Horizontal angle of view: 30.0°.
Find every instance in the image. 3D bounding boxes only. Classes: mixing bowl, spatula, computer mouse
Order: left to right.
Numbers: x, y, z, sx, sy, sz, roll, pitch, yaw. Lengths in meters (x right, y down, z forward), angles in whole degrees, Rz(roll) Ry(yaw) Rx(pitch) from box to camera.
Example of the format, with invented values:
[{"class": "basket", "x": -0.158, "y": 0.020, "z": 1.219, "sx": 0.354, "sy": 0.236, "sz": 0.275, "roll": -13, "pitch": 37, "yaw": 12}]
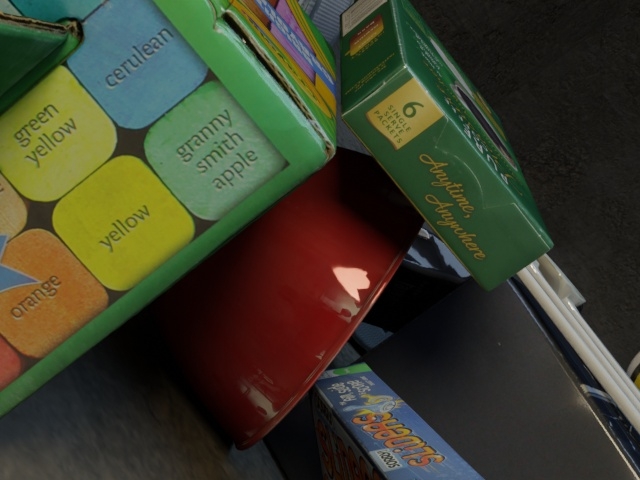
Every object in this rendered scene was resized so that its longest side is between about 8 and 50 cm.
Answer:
[{"class": "mixing bowl", "x": -0.029, "y": 0.011, "z": 0.646, "sx": 0.098, "sy": 0.181, "sz": 0.181, "roll": 37, "pitch": 13, "yaw": -5}, {"class": "computer mouse", "x": 0.053, "y": 0.047, "z": 0.932, "sx": 0.262, "sy": 0.184, "sz": 0.060, "roll": 15, "pitch": 49, "yaw": -12}, {"class": "spatula", "x": 0.155, "y": 0.049, "z": 0.716, "sx": 0.242, "sy": 0.019, "sz": 0.168, "roll": 56, "pitch": 11, "yaw": 33}]

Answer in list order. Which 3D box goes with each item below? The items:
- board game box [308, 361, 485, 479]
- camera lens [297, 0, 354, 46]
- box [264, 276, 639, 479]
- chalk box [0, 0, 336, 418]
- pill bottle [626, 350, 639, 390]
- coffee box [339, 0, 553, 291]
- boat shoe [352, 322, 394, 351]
[{"class": "board game box", "x": 0.037, "y": 0.143, "z": 0.534, "sx": 0.201, "sy": 0.035, "sz": 0.136, "roll": -150, "pitch": -129, "yaw": -78}, {"class": "camera lens", "x": -0.092, "y": -0.224, "z": 0.928, "sx": 0.219, "sy": 0.219, "sz": 0.274, "roll": 54, "pitch": 11, "yaw": 1}, {"class": "box", "x": 0.172, "y": 0.224, "z": 0.758, "sx": 0.343, "sy": 0.179, "sz": 0.312, "roll": 58, "pitch": 13, "yaw": 22}, {"class": "chalk box", "x": -0.112, "y": -0.063, "z": 0.468, "sx": 0.179, "sy": 0.180, "sz": 0.289, "roll": 50, "pitch": 13, "yaw": -14}, {"class": "pill bottle", "x": 0.258, "y": 0.121, "z": 0.794, "sx": 0.065, "sy": 0.065, "sz": 0.116, "roll": 43, "pitch": 15, "yaw": -44}, {"class": "coffee box", "x": 0.056, "y": -0.061, "z": 0.597, "sx": 0.113, "sy": 0.040, "sz": 0.184, "roll": 49, "pitch": 16, "yaw": -20}, {"class": "boat shoe", "x": 0.000, "y": 0.000, "z": 1.038, "sx": 0.226, "sy": 0.083, "sz": 0.076, "roll": 62, "pitch": -4, "yaw": -17}]
